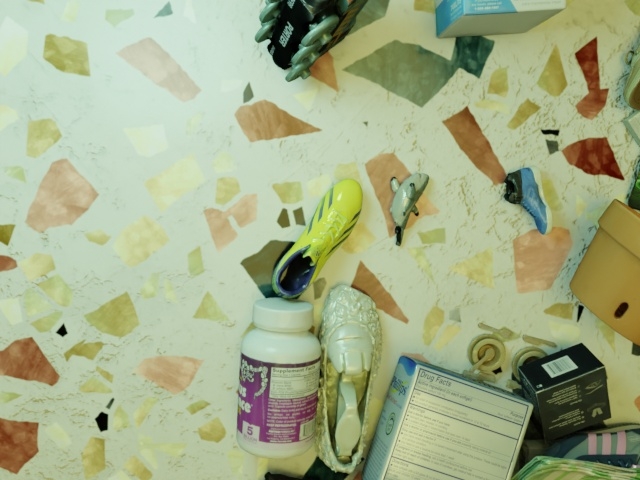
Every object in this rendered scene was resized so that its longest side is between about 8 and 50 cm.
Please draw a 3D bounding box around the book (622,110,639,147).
[{"bbox_3d":[0.744,-0.266,1.313,0.144,0.035,0.096,-38,100,2],"label":"book"}]

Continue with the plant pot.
[{"bbox_3d":[0.659,0.081,1.238,0.291,0.291,0.203,32,110,-6],"label":"plant pot"}]

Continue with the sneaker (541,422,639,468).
[{"bbox_3d":[0.630,0.480,1.311,0.319,0.131,0.112,-11,102,-16],"label":"sneaker"}]

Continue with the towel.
[{"bbox_3d":[0.551,0.535,1.272,0.325,0.038,0.247,11,134,-9],"label":"towel"}]

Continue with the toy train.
[{"bbox_3d":[-0.008,-0.419,1.115,0.190,0.334,0.142,-40,95,-13],"label":"toy train"}]

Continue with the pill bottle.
[{"bbox_3d":[-0.086,0.278,1.258,0.170,0.169,0.301,3,96,-4],"label":"pill bottle"}]

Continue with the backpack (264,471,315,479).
[{"bbox_3d":[-0.076,0.618,1.326,0.152,0.115,0.181,17,98,-8],"label":"backpack"}]

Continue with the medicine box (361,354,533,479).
[{"bbox_3d":[0.262,0.426,1.284,0.264,0.149,0.289,20,84,-5],"label":"medicine box"}]

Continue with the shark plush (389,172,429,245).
[{"bbox_3d":[0.192,-0.066,1.295,0.067,0.073,0.161,5,92,-34],"label":"shark plush"}]

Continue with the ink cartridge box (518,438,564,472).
[{"bbox_3d":[0.572,0.551,1.385,0.233,0.066,0.188,0,96,1],"label":"ink cartridge box"}]

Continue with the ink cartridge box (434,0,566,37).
[{"bbox_3d":[0.336,-0.556,1.173,0.198,0.197,0.269,-5,96,-3],"label":"ink cartridge box"}]

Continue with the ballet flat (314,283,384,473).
[{"bbox_3d":[0.065,0.303,1.289,0.147,0.147,0.408,3,96,-4],"label":"ballet flat"}]

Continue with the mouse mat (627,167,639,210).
[{"bbox_3d":[0.782,-0.124,1.332,0.190,0.007,0.152,13,101,-7],"label":"mouse mat"}]

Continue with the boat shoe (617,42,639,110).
[{"bbox_3d":[0.721,-0.408,1.277,0.105,0.089,0.285,28,97,-32],"label":"boat shoe"}]

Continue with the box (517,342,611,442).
[{"bbox_3d":[0.529,0.330,1.315,0.156,0.093,0.158,-20,117,-1],"label":"box"}]

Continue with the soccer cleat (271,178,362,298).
[{"bbox_3d":[0.001,0.001,1.255,0.093,0.121,0.289,35,93,-6],"label":"soccer cleat"}]

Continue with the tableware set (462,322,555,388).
[{"bbox_3d":[0.426,0.270,1.351,0.194,0.039,0.128,16,95,-5],"label":"tableware set"}]

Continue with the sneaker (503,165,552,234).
[{"bbox_3d":[0.440,-0.079,1.301,0.085,0.058,0.152,-14,93,-7],"label":"sneaker"}]
